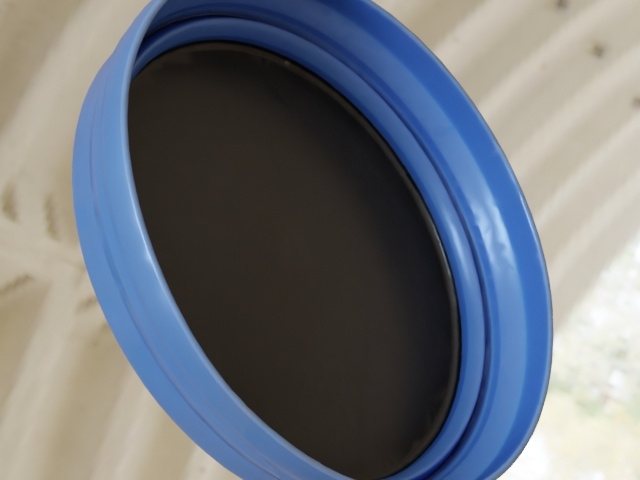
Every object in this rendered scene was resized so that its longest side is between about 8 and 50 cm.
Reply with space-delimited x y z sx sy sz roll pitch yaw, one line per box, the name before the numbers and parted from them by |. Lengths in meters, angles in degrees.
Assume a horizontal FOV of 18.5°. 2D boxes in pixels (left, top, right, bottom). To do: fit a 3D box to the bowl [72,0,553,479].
bowl | 0.000 0.000 1.323 0.077 0.391 0.391 -30 1 40
